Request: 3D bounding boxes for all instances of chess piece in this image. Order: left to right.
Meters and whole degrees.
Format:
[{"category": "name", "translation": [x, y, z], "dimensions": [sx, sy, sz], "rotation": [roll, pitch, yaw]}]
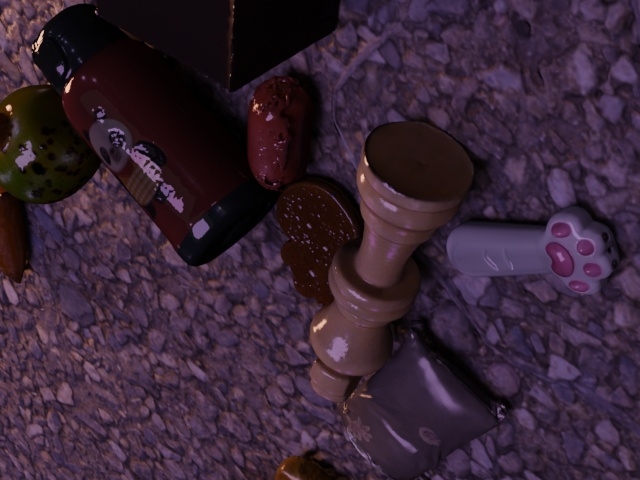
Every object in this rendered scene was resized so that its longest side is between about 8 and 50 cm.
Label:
[{"category": "chess piece", "translation": [0.056, 0.045, 1.592], "dimensions": [0.117, 0.117, 0.397], "rotation": [39, 140, 17]}]

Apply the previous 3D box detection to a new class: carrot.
[{"category": "carrot", "translation": [-0.469, -0.011, 2.136], "dimensions": [0.072, 0.072, 0.205], "rotation": [27, 142, 29]}]

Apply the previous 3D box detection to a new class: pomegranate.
[{"category": "pomegranate", "translation": [-0.371, -0.128, 1.839], "dimensions": [0.159, 0.205, 0.159], "rotation": [-9, 76, 43]}]

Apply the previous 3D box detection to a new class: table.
[{"category": "table", "translation": [-0.102, -0.290, 1.450], "dimensions": [0.193, 0.169, 0.172], "rotation": [32, 138, 26]}]

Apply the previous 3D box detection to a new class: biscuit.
[{"category": "biscuit", "translation": [0.000, 0.000, 1.687], "dimensions": [0.124, 0.026, 0.175], "rotation": [28, 135, 26]}]

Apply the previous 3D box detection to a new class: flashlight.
[{"category": "flashlight", "translation": [0.209, 0.011, 1.465], "dimensions": [0.200, 0.047, 0.093], "rotation": [1, 120, 45]}]

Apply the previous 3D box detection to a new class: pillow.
[{"category": "pillow", "translation": [0.103, 0.208, 1.721], "dimensions": [0.169, 0.059, 0.255], "rotation": [50, 143, 8]}]

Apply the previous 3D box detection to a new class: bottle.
[{"category": "bottle", "translation": [-0.206, -0.135, 1.705], "dimensions": [0.336, 0.144, 0.144], "rotation": [48, 142, 9]}]

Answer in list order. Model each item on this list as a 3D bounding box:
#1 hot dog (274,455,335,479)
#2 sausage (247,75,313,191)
[{"category": "hot dog", "translation": [0.057, 0.381, 1.898], "dimensions": [0.286, 0.061, 0.088], "rotation": [38, 140, 16]}, {"category": "sausage", "translation": [-0.046, -0.118, 1.605], "dimensions": [0.076, 0.076, 0.141], "rotation": [30, 140, 26]}]
